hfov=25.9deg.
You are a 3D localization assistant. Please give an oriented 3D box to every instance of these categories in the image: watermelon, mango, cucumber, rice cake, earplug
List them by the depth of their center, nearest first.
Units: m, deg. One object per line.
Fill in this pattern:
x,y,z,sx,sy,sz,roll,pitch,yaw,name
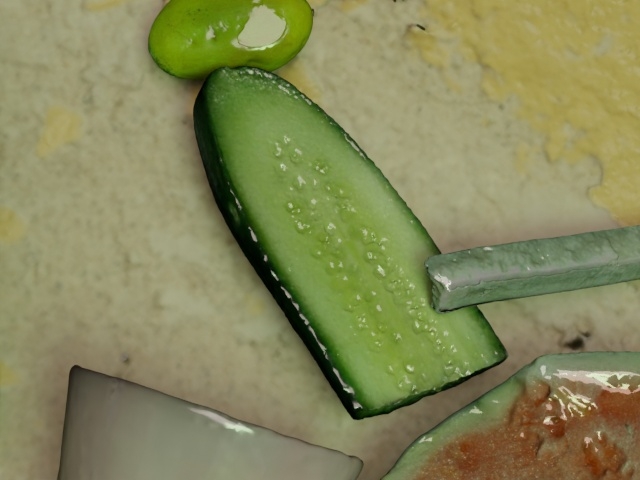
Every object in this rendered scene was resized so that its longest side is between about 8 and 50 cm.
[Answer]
-0.104,0.236,0.754,0.172,0.172,0.301,19,80,-3,earplug
0.160,0.185,0.785,0.305,0.180,0.224,-36,98,-16,watermelon
0.000,0.000,0.865,0.115,0.063,0.244,-26,81,-32,cucumber
0.155,0.014,0.873,0.207,0.033,0.033,-8,59,-25,rice cake
-0.059,-0.137,0.896,0.108,0.056,0.073,-20,74,-8,mango
